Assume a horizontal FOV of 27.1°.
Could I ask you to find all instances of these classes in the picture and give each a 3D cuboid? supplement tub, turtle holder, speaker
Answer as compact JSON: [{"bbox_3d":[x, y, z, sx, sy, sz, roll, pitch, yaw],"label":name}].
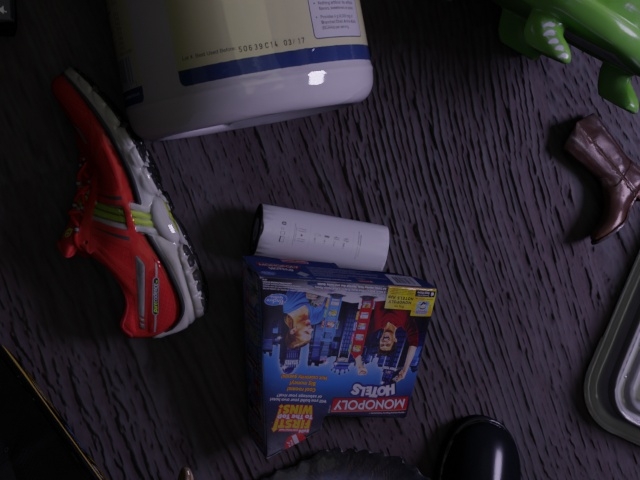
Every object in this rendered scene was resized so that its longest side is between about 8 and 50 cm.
[{"bbox_3d":[-0.090,-0.269,1.237,0.236,0.235,0.324,-11,93,-12],"label":"supplement tub"},{"bbox_3d":[0.244,-0.295,1.313,0.243,0.320,0.227,25,101,-32],"label":"turtle holder"},{"bbox_3d":[0.000,0.000,1.353,0.136,0.055,0.055,9,89,-12],"label":"speaker"}]

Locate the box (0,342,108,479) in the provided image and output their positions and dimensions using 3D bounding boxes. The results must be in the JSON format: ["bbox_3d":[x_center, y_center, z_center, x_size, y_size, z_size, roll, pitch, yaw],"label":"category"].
[{"bbox_3d":[-0.344,0.287,1.204,0.322,0.079,0.257,-39,59,-8],"label":"box"}]

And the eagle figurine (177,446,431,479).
[{"bbox_3d":[-0.039,0.337,1.306,0.298,0.226,0.225,4,48,-40],"label":"eagle figurine"}]

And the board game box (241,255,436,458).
[{"bbox_3d":[0.001,0.122,1.338,0.194,0.060,0.194,6,108,-24],"label":"board game box"}]

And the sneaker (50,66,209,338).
[{"bbox_3d":[-0.207,-0.032,1.287,0.118,0.107,0.279,-24,94,-2],"label":"sneaker"}]

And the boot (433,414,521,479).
[{"bbox_3d":[0.178,0.309,1.321,0.094,0.207,0.246,10,88,-13],"label":"boot"}]

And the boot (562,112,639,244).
[{"bbox_3d":[0.291,-0.068,1.425,0.114,0.037,0.106,47,69,-13],"label":"boot"}]

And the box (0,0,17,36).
[{"bbox_3d":[-0.381,-0.327,1.242,0.184,0.103,0.261,-2,91,-15],"label":"box"}]

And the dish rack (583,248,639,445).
[{"bbox_3d":[0.469,0.094,1.452,0.286,0.072,0.332,24,85,-11],"label":"dish rack"}]
